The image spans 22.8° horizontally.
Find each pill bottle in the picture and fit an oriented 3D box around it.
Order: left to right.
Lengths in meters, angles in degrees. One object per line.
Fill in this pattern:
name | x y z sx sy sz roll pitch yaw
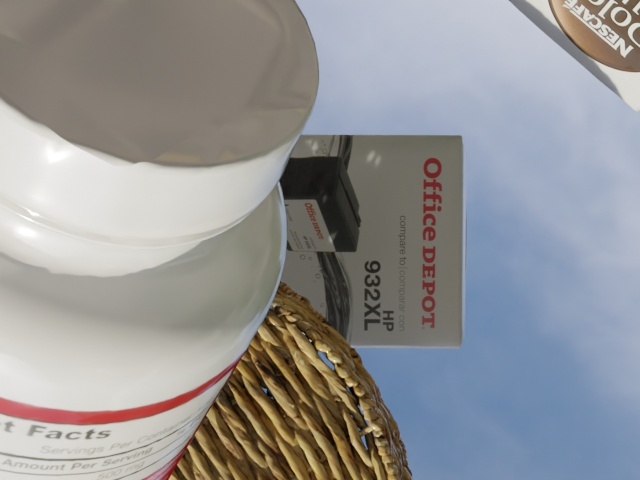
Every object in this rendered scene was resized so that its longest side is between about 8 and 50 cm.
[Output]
pill bottle | -0.154 0.032 0.804 0.229 0.408 0.229 15 -135 -16

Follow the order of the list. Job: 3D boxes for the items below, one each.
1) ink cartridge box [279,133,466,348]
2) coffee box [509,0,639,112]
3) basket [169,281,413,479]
ink cartridge box | 0.000 0.000 1.675 0.307 0.129 0.223 1 -90 5
coffee box | 0.317 -0.389 1.424 0.337 0.334 0.338 41 -122 3
basket | -0.040 0.181 1.454 0.299 0.213 0.223 58 -177 7
